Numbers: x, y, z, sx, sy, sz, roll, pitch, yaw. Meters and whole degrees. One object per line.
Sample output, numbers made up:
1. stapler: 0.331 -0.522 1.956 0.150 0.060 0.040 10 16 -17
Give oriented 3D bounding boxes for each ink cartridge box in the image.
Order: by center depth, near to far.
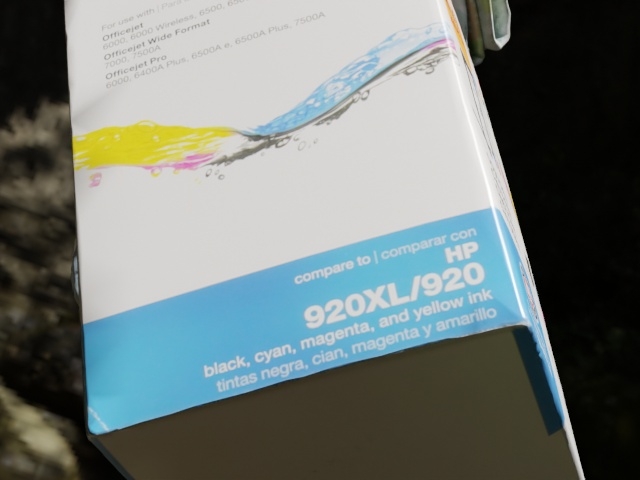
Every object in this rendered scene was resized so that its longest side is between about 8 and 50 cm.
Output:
1. ink cartridge box: 0.000 0.000 0.644 0.168 0.233 0.171 -16 -36 8

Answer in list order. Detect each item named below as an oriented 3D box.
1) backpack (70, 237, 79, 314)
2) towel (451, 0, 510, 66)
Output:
1. backpack: -0.097 0.028 1.368 0.290 0.273 0.355 47 25 -10
2. towel: -0.061 -0.273 0.967 0.374 0.090 0.320 22 -29 31
